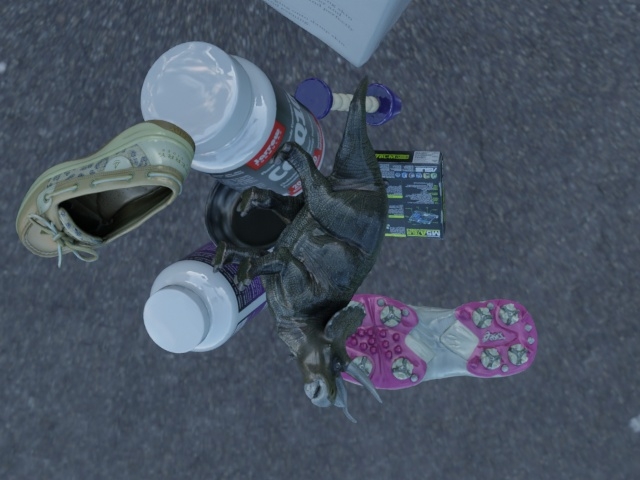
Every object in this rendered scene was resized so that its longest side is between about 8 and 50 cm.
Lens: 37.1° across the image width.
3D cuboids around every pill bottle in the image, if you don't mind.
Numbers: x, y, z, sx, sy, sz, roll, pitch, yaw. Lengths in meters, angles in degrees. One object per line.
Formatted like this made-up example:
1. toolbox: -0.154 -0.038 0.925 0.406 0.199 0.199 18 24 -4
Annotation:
1. pill bottle: -0.212 0.103 1.869 0.182 0.323 0.181 6 107 19
2. pill bottle: -0.113 -0.156 1.299 0.161 0.283 0.161 -4 79 20

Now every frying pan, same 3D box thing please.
1. frying pan: -0.049 -0.088 1.597 0.326 0.197 0.053 -26 148 14

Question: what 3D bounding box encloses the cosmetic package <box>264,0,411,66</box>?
1. cosmetic package: 0.005 -0.259 0.511 0.217 0.385 0.156 36 81 -3

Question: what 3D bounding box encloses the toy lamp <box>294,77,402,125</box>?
1. toy lamp: 0.058 -0.239 1.651 0.080 0.275 0.080 2 94 32

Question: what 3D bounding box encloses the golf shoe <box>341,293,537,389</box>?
1. golf shoe: 0.109 0.131 1.191 0.306 0.140 0.115 4 78 -13

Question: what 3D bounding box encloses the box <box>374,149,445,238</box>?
1. box: 0.140 -0.086 1.815 0.191 0.045 0.184 2 134 14

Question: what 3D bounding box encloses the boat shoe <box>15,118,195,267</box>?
1. boat shoe: -0.265 -0.042 1.120 0.285 0.089 0.105 -30 132 33

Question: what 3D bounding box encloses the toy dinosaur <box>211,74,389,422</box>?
1. toy dinosaur: 0.000 0.000 0.924 0.160 0.121 0.313 23 76 -26
